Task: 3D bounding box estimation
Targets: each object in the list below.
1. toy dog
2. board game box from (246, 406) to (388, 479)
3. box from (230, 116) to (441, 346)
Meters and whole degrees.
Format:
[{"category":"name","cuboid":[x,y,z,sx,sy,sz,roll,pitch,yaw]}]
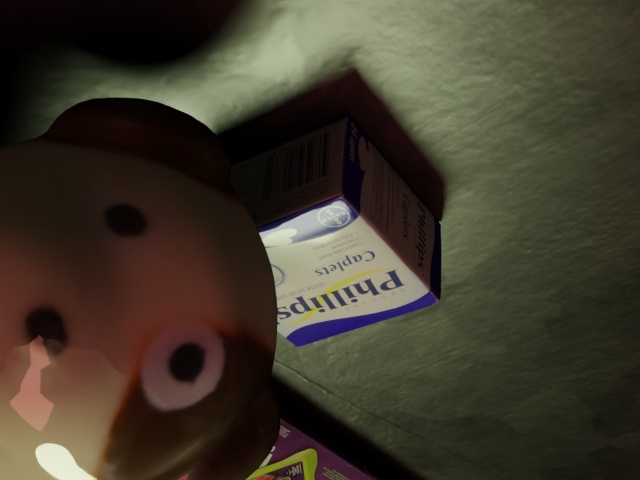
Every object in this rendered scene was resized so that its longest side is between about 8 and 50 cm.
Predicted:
[{"category":"toy dog","cuboid":[-0.219,0.074,0.573,0.408,0.284,0.395,-13,167,27]},{"category":"board game box","cuboid":[-0.051,0.289,0.980,0.208,0.056,0.347,-50,129,-3]},{"category":"box","cuboid":[0.000,0.000,0.672,0.126,0.072,0.137,-20,138,27]}]
